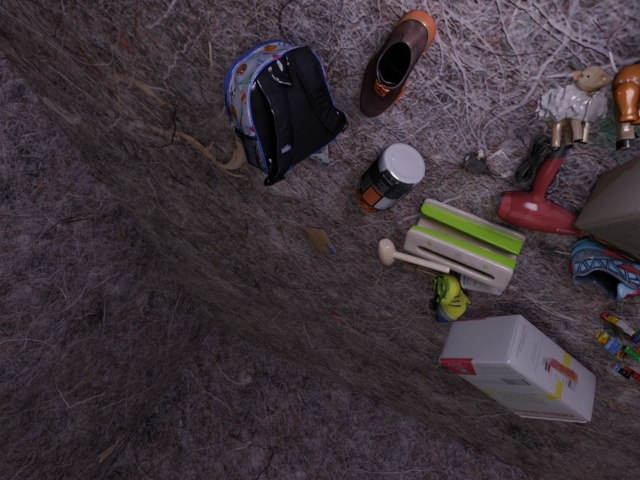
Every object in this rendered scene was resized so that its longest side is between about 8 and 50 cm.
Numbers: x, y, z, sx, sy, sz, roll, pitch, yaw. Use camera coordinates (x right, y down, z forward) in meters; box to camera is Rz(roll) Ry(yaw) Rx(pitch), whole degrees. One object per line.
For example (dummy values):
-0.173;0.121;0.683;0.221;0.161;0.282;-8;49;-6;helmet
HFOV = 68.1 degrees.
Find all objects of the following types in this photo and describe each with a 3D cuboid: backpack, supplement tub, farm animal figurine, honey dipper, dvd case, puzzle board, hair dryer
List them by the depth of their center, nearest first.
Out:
0.512;-0.231;0.632;0.330;0.172;0.327;-1;179;-4;farm animal figurine
0.458;-0.104;1.000;0.293;0.080;0.223;42;150;-16;hair dryer
-0.093;-0.315;1.087;0.213;0.276;0.264;32;151;31;backpack
0.168;-0.149;1.188;0.117;0.117;0.190;36;152;-5;supplement tub
-0.014;-0.266;1.302;0.087;0.013;0.119;23;151;18;dvd case
0.457;0.112;1.339;0.107;0.071;0.071;9;143;37;supplement tub
0.340;0.101;1.488;0.160;0.031;0.030;19;148;20;honey dipper
0.000;0.000;1.697;0.096;0.011;0.128;7;142;38;puzzle board

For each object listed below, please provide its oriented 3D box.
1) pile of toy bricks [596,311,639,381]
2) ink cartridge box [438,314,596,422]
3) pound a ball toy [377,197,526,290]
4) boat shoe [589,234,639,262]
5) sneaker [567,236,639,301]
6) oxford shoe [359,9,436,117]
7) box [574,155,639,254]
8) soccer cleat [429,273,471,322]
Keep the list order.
0.779;0.274;1.245;0.212;0.118;0.105;35;-175;-22;pile of toy bricks
0.618;0.404;1.490;0.384;0.161;0.279;36;152;-18;ink cartridge box
0.326;0.037;1.216;0.319;0.208;0.136;23;149;18;pound a ball toy
0.664;0.007;0.983;0.206;0.073;0.073;29;-171;15;boat shoe
0.675;0.093;1.030;0.261;0.125;0.104;18;148;26;sneaker
0.130;-0.334;0.963;0.096;0.098;0.271;33;151;1;oxford shoe
0.556;-0.055;0.777;0.147;0.121;0.311;27;-176;11;box
0.408;0.175;1.467;0.121;0.094;0.289;-5;150;4;soccer cleat
